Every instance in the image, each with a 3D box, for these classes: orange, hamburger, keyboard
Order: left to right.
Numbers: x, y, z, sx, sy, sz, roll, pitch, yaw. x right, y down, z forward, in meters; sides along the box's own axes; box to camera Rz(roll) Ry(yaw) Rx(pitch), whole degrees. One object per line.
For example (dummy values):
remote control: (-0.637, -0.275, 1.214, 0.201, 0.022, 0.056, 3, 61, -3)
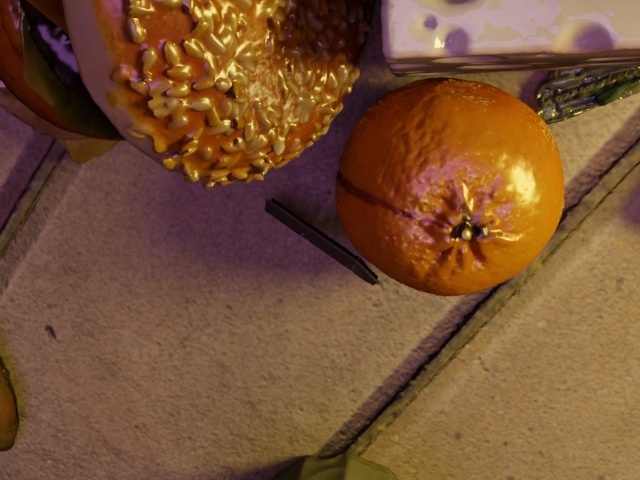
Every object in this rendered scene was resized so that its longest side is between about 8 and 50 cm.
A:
hamburger: (-0.088, -0.181, 0.504, 0.225, 0.291, 0.291, 16, 113, 32)
keyboard: (0.000, 0.000, 0.658, 0.129, 0.049, 0.015, 34, 89, 38)
orange: (0.108, -0.043, 0.606, 0.193, 0.161, 0.193, 2, 105, 8)

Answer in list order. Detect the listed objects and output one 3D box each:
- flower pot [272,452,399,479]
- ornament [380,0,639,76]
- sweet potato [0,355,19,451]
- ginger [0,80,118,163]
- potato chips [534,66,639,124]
flower pot: (0.011, 0.356, 0.703, 0.290, 0.259, 0.290, 2, 108, 7)
ornament: (0.161, -0.239, 0.472, 0.239, 0.240, 0.239, -1, 101, 7)
sweet potato: (-0.389, 0.122, 0.778, 0.075, 0.075, 0.273, -13, 111, 12)
ginger: (-0.197, -0.163, 0.633, 0.193, 0.122, 0.115, -38, 89, 9)
potato chips: (0.276, -0.168, 0.612, 0.207, 0.028, 0.092, -17, 105, 11)
